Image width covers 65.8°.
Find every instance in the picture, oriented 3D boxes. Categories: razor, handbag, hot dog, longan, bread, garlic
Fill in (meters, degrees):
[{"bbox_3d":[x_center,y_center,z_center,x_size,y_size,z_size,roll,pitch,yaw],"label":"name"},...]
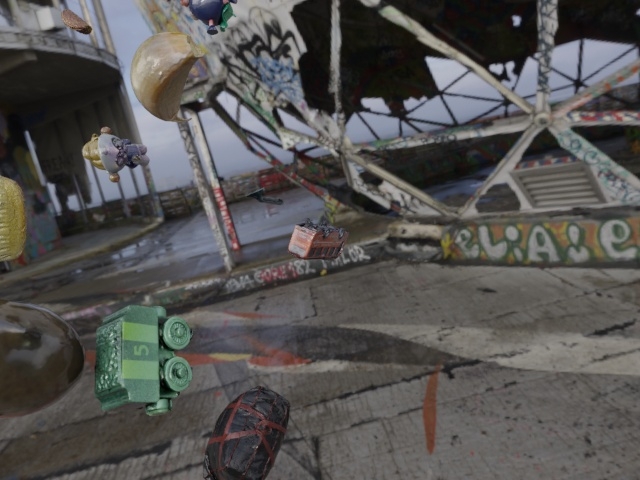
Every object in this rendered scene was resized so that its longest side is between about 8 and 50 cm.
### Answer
[{"bbox_3d":[-0.163,-0.128,1.565,0.066,0.033,0.190,-20,-10,18],"label":"razor"},{"bbox_3d":[-0.167,0.452,1.131,0.169,0.155,0.215,-40,21,44],"label":"handbag"},{"bbox_3d":[-0.645,-0.574,1.309,0.035,0.083,0.058,-52,-4,15],"label":"hot dog"},{"bbox_3d":[-0.741,0.280,1.179,0.288,0.350,0.289,-17,53,24],"label":"longan"},{"bbox_3d":[-0.880,-0.063,1.358,0.139,0.237,0.106,14,15,28],"label":"bread"},{"bbox_3d":[-0.377,-0.389,1.204,0.164,0.146,0.245,-2,-33,-26],"label":"garlic"}]

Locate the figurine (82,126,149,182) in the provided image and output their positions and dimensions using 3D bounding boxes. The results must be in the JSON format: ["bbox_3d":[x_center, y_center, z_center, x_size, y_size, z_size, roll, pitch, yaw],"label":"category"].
[{"bbox_3d":[-0.744,-0.311,1.848,0.133,0.194,0.274,-5,-15,22],"label":"figurine"}]

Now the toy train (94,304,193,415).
[{"bbox_3d":[-0.477,0.317,1.341,0.166,0.299,0.238,-25,-27,29],"label":"toy train"}]

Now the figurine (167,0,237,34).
[{"bbox_3d":[-0.300,-0.580,1.199,0.194,0.112,0.102,25,16,-5],"label":"figurine"}]

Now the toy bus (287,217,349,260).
[{"bbox_3d":[0.000,0.000,1.235,0.073,0.097,0.235,26,8,21],"label":"toy bus"}]
